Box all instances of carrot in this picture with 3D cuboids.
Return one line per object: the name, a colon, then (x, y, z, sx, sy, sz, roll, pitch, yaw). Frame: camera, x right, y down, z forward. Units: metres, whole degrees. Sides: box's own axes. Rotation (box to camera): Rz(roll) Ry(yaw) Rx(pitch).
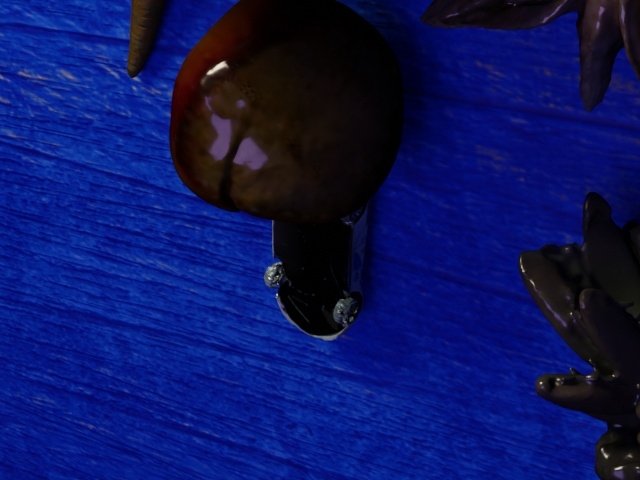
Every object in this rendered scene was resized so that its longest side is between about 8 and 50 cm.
carrot: (-0.148, -0.226, 1.514, 0.049, 0.049, 0.254, 40, 144, 12)

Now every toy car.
toy car: (0.000, 0.000, 1.536, 0.095, 0.056, 0.205, 25, 134, 28)

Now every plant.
plant: (0.289, 0.111, 1.272, 0.181, 0.194, 0.321, -17, 112, 35)

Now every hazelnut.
hazelnut: (-0.032, -0.109, 1.400, 0.208, 0.208, 0.208, 25, 134, 28)

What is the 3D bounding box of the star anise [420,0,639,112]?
star anise: (0.204, -0.224, 1.130, 0.349, 0.109, 0.292, 24, 114, 13)
